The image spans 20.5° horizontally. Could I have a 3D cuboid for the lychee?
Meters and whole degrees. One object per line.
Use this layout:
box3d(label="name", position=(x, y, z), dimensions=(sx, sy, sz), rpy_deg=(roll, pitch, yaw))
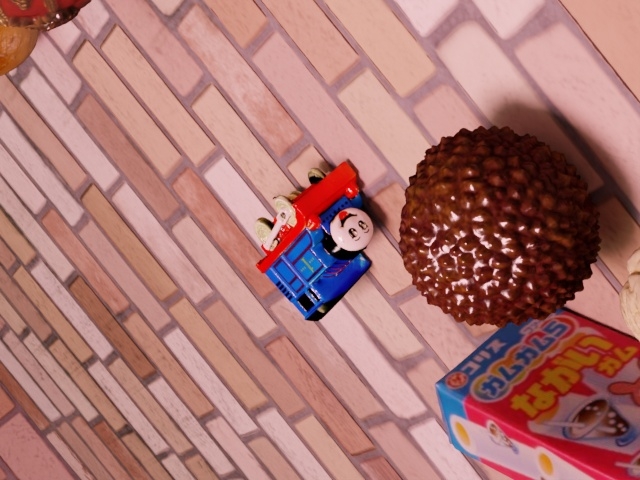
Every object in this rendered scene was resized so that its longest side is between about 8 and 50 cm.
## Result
box3d(label="lychee", position=(0.161, -0.008, 1.566), dimensions=(0.188, 0.188, 0.188), rpy_deg=(38, 152, 24))

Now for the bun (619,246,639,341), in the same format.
box3d(label="bun", position=(0.340, 0.068, 1.412), dimensions=(0.220, 0.134, 0.220), rpy_deg=(40, -179, -1))

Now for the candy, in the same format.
box3d(label="candy", position=(0.270, 0.174, 1.647), dimensions=(0.306, 0.157, 0.100), rpy_deg=(24, 144, 45))

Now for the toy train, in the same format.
box3d(label="toy train", position=(0.000, 0.000, 1.946), dimensions=(0.131, 0.083, 0.204), rpy_deg=(49, 157, 3))

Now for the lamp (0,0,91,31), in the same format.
box3d(label="lamp", position=(-0.333, -0.356, 1.921), dimensions=(0.177, 0.177, 0.274), rpy_deg=(33, 152, 33))

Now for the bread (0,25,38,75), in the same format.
box3d(label="bread", position=(-0.489, -0.325, 2.224), dimensions=(0.305, 0.159, 0.305), rpy_deg=(38, 153, 23))
